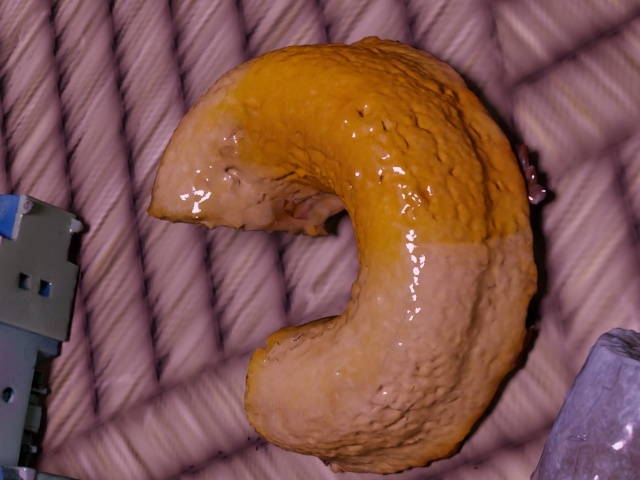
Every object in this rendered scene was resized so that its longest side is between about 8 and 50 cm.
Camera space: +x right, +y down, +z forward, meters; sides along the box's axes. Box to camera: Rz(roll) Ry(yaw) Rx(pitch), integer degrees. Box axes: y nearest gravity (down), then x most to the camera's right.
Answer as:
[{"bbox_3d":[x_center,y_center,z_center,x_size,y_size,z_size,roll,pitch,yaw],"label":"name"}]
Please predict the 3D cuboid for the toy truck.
[{"bbox_3d":[-0.131,0.066,0.861,0.081,0.067,0.175,-1,74,38],"label":"toy truck"}]

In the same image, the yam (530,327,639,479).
[{"bbox_3d":[0.088,0.110,0.629,0.068,0.068,0.169,32,100,44],"label":"yam"}]

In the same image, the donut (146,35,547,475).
[{"bbox_3d":[0.008,-0.005,0.735,0.146,0.078,0.181,-43,54,31],"label":"donut"}]
